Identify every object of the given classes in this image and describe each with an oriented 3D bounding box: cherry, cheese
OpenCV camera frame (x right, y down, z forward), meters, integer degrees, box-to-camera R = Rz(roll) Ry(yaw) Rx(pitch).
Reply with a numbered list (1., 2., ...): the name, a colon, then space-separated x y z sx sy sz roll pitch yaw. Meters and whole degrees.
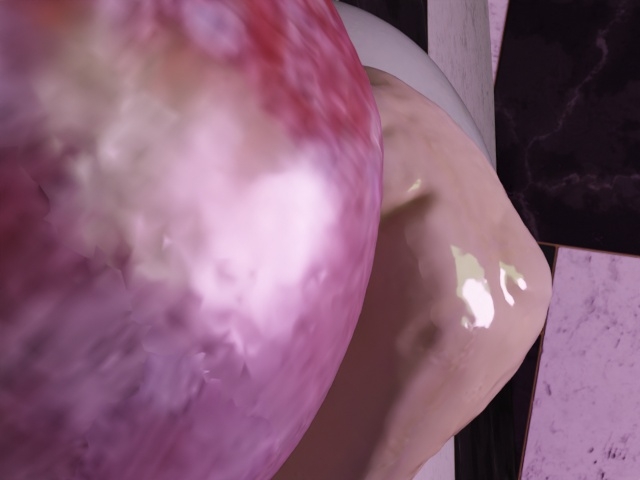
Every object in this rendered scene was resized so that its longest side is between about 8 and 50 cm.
1. cherry: -0.090 -0.016 0.478 0.285 0.213 0.236 44 19 -49
2. cheese: -0.021 0.056 0.647 0.093 0.159 0.263 -15 142 -57

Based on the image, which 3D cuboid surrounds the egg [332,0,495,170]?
1. egg: 0.000 0.000 0.867 0.203 0.203 0.282 -74 153 -57
